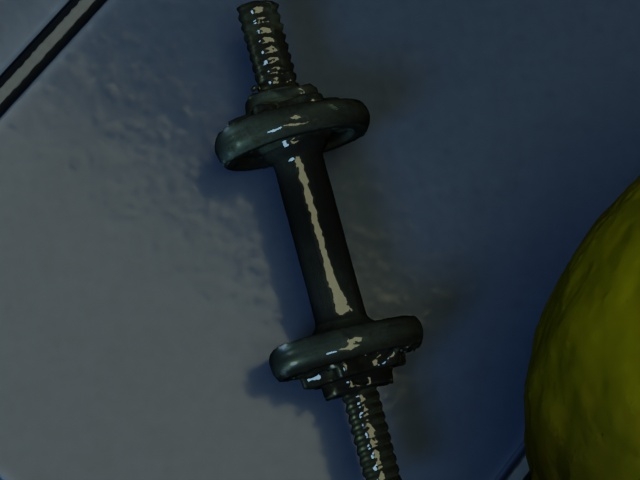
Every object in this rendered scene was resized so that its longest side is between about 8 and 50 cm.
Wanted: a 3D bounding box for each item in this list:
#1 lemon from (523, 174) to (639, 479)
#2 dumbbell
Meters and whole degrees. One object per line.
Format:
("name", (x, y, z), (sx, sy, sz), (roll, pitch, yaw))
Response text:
("lemon", (0.255, 0.081, 0.777), (0.364, 0.364, 0.364), (2, 79, -11))
("dumbbell", (0.000, 0.000, 0.869), (0.081, 0.081, 0.254), (-13, 83, -14))
